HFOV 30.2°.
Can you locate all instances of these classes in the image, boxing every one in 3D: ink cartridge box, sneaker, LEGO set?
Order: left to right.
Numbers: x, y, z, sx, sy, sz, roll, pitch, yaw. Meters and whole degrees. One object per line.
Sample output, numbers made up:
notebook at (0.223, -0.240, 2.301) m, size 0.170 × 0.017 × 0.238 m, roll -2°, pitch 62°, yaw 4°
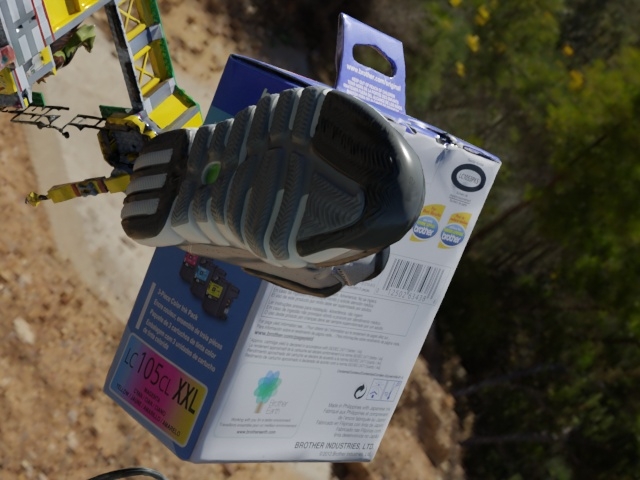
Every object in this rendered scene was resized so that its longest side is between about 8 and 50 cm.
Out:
LEGO set at (-0.271, -0.129, 0.923) m, size 0.331 × 0.255 × 0.192 m, roll 17°, pitch 42°, yaw 22°
ink cartridge box at (0.000, 0.000, 1.099) m, size 0.151 × 0.395 × 0.270 m, roll 31°, pitch 11°, yaw 38°
sneaker at (0.005, -0.014, 0.611) m, size 0.132 × 0.228 × 0.086 m, roll 23°, pitch 79°, yaw -35°

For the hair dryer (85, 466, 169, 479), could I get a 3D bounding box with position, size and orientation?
hair dryer at (-0.194, 0.303, 0.777) m, size 0.223 × 0.293 × 0.080 m, roll 57°, pitch -5°, yaw 46°
